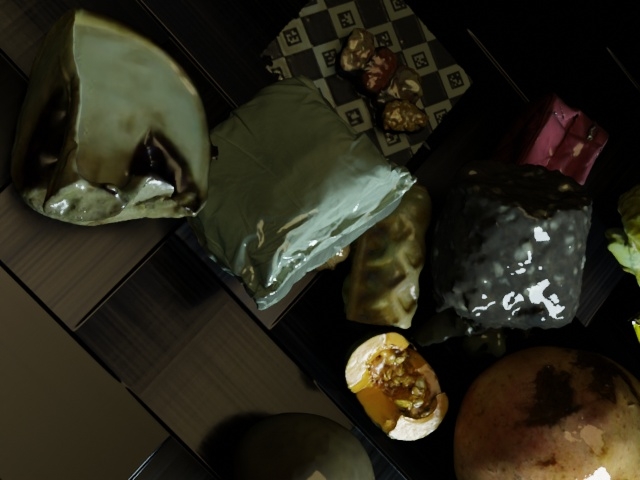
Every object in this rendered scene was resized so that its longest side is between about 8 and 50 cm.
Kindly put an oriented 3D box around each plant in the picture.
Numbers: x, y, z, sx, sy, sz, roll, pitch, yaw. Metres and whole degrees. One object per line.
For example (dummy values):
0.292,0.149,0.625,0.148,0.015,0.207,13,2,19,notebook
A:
0.259,0.050,1.538,0.215,0.213,0.312,11,111,-8,plant

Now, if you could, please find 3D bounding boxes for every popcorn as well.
0.587,-0.004,1.763,0.221,0.184,0.204,41,39,-12,popcorn

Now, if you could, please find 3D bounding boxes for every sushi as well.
0.088,-0.273,1.641,0.290,0.050,0.264,45,69,-13,sushi

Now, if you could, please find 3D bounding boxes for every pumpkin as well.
0.099,0.199,1.559,0.119,0.107,0.183,-37,110,-6,pumpkin

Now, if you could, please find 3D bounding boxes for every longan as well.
-0.020,0.328,1.451,0.212,0.198,0.198,45,69,-11,longan

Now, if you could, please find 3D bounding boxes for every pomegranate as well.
0.353,0.307,1.561,0.322,0.322,0.322,3,83,-24,pomegranate

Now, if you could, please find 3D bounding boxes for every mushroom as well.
-0.270,-0.119,1.390,0.217,0.212,0.292,20,42,-38,mushroom

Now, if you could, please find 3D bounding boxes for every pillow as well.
-0.057,-0.087,1.478,0.310,0.138,0.283,-38,65,-22,pillow

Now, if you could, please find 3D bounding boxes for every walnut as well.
0.000,0.000,1.557,0.079,0.082,0.096,-23,94,7,walnut

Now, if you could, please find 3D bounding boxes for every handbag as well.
0.347,-0.113,1.686,0.135,0.146,0.225,35,72,-10,handbag

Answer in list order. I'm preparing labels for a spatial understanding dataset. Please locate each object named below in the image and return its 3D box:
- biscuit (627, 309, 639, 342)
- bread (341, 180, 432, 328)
0.595,0.257,1.816,0.048,0.026,0.292,-24,94,-28,biscuit
0.091,0.013,1.564,0.088,0.128,0.232,28,70,-49,bread
